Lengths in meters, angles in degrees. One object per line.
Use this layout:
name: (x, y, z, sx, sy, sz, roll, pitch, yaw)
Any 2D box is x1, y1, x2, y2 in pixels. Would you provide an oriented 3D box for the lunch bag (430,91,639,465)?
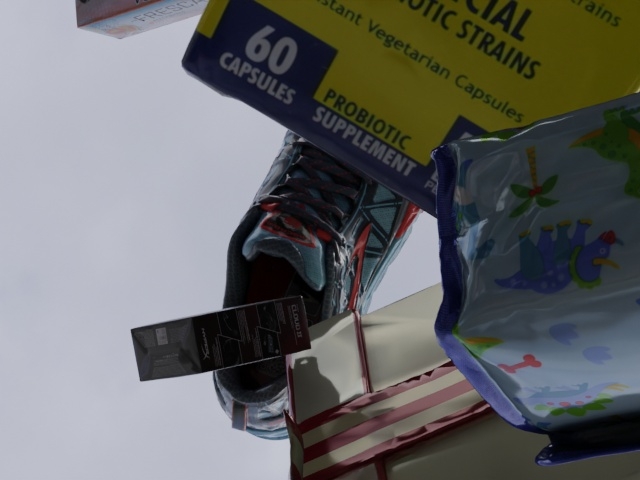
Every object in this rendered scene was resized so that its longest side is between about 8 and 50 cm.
lunch bag: (0.122, 0.023, 0.483, 0.151, 0.129, 0.096, 47, -143, -50)

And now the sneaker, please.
sneaker: (0.000, 0.000, 0.909, 0.104, 0.125, 0.261, 13, -98, 12)

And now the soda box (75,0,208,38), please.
soda box: (-0.130, -0.229, 1.242, 0.058, 0.183, 0.063, 8, -106, -56)

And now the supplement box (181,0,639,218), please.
supplement box: (0.113, -0.202, 0.662, 0.194, 0.356, 0.195, 31, -146, 0)

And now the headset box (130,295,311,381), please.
headset box: (-0.051, 0.053, 0.776, 0.083, 0.062, 0.032, -8, -93, -40)

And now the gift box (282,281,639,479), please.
gift box: (0.106, 0.137, 0.757, 0.258, 0.255, 0.276, -25, -68, 9)
